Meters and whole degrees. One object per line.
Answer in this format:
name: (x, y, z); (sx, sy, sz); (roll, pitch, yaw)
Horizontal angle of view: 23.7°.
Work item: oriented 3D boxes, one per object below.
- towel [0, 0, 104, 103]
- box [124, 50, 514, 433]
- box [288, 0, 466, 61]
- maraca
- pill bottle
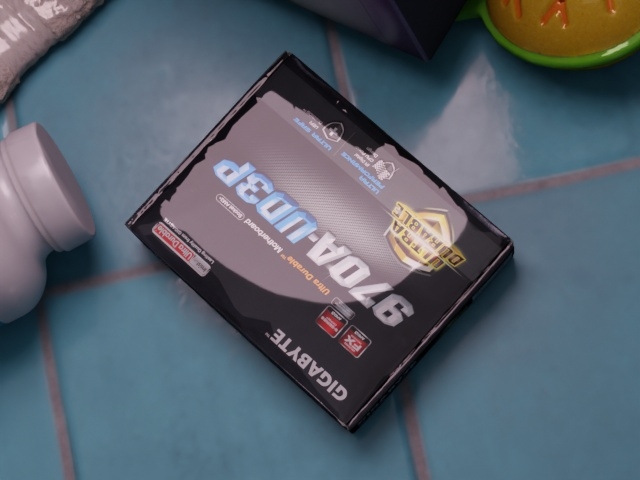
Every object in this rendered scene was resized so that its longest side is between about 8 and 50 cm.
towel: (-0.301, -0.236, 1.173); (0.282, 0.049, 0.187); (43, 87, 13)
box: (0.000, 0.000, 1.085); (0.220, 0.051, 0.175); (42, 86, 12)
box: (-0.042, -0.294, 0.998); (0.294, 0.296, 0.183); (26, 82, 25)
maraca: (0.165, -0.183, 1.085); (0.185, 0.099, 0.127); (26, 73, 36)
pill bottle: (-0.295, 0.015, 1.069); (0.264, 0.146, 0.146); (-27, 76, 0)
